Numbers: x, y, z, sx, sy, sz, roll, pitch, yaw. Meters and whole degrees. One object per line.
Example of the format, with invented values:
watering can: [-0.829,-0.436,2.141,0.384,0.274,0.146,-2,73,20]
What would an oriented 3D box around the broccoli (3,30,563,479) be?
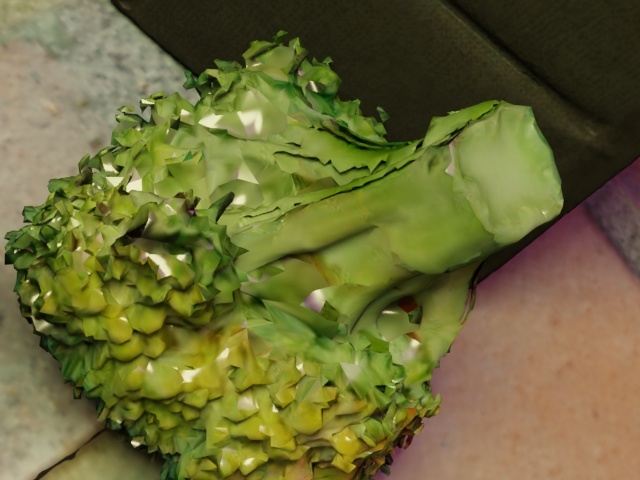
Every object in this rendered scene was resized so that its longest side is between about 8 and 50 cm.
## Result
broccoli: [0.000,0.000,0.597,0.220,0.194,0.194,-3,66,-42]

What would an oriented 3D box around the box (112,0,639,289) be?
box: [0.113,-0.196,0.749,0.204,0.251,0.345,40,48,-7]
